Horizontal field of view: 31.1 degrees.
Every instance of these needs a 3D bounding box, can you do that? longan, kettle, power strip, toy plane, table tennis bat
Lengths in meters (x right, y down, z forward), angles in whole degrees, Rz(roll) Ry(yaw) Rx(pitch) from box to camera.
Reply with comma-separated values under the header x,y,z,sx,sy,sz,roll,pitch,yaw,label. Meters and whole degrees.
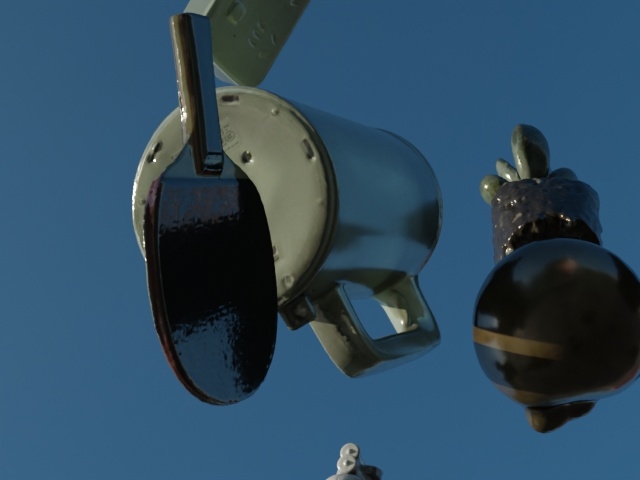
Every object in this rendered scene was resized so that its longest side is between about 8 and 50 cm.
x,y,z,sx,sy,sz,roll,pitch,yaw,label
0.243,0.098,1.158,0.185,0.159,0.204,7,-75,-1,longan
0.005,-0.015,1.131,0.265,0.318,0.205,32,-80,20,kettle
-0.076,-0.325,1.310,0.193,0.059,0.265,40,-105,-48,power strip
0.027,0.294,1.168,0.080,0.174,0.174,-3,-61,10,toy plane
-0.085,-0.024,0.880,0.022,0.173,0.301,-8,-91,27,table tennis bat

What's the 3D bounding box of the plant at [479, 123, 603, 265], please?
x,y,z,sx,sy,sz,roll,pitch,yaw,label
0.290,-0.036,1.546,0.149,0.274,0.146,6,-56,-3,plant
